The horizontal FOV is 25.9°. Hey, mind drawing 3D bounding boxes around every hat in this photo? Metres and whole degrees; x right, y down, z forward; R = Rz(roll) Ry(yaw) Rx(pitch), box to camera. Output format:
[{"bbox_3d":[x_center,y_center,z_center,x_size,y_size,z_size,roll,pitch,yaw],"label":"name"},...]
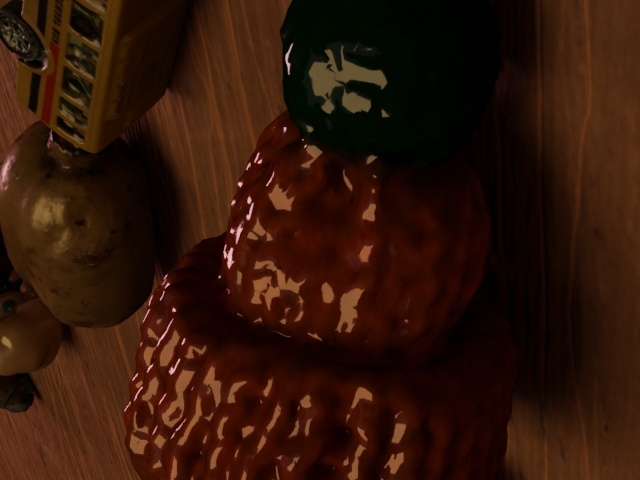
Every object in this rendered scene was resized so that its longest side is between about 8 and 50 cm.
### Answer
[{"bbox_3d":[0.000,0.000,0.914,0.285,0.285,0.400,23,120,47],"label":"hat"}]

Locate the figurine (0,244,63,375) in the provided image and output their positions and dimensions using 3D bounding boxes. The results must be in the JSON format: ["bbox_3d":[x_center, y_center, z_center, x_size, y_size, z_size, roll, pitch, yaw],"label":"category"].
[{"bbox_3d":[-0.413,0.083,1.831,0.196,0.114,0.108,64,177,9],"label":"figurine"}]

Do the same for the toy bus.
[{"bbox_3d":[-0.167,-0.203,1.077,0.123,0.121,0.335,42,151,7],"label":"toy bus"}]

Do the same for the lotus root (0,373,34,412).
[{"bbox_3d":[-0.564,0.146,2.098,0.322,0.140,0.158,55,153,-3],"label":"lotus root"}]

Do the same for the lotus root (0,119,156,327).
[{"bbox_3d":[-0.235,-0.020,1.364,0.160,0.146,0.284,29,143,12],"label":"lotus root"}]
